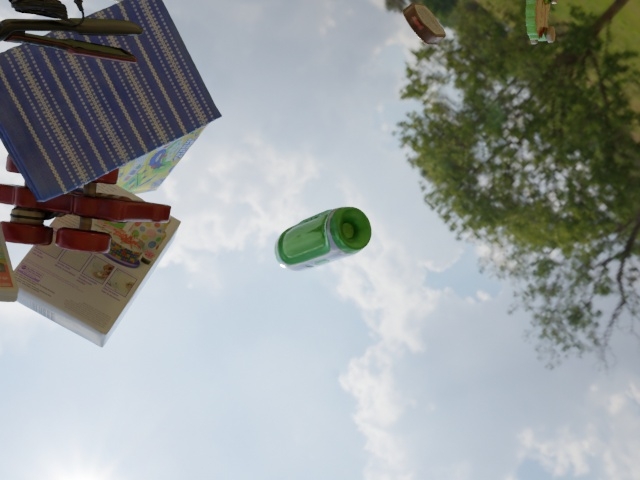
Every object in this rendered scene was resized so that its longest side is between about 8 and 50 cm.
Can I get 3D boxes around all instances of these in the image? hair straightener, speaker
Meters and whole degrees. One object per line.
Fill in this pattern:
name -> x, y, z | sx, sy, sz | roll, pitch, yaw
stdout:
hair straightener -> -0.326, -0.280, 0.929 | 0.230, 0.089, 0.047 | 1, -149, -39
speaker -> 0.000, 0.000, 1.940 | 0.131, 0.296, 0.131 | 10, -107, -33

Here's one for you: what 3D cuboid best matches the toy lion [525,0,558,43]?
toy lion -> 0.314, -0.333, 1.079 | 0.034, 0.100, 0.096 | 3, 169, 29

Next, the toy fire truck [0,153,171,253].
toy fire truck -> -0.480, -0.071, 1.493 | 0.302, 0.169, 0.254 | 7, -179, 13

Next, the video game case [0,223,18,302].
video game case -> -0.610, 0.015, 1.207 | 0.204, 0.025, 0.285 | 8, -160, -32

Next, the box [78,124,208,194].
box -> -0.500, -0.269, 1.989 | 0.177, 0.290, 0.279 | 51, -152, 11

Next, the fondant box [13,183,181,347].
fondant box -> -0.499, 0.038, 1.680 | 0.238, 0.096, 0.330 | 30, -122, -3

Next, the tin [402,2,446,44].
tin -> 0.261, -0.538, 1.866 | 0.106, 0.040, 0.189 | 58, -154, -1

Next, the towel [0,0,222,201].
towel -> -0.361, -0.238, 1.215 | 0.243, 0.336, 0.040 | 64, 167, -9
